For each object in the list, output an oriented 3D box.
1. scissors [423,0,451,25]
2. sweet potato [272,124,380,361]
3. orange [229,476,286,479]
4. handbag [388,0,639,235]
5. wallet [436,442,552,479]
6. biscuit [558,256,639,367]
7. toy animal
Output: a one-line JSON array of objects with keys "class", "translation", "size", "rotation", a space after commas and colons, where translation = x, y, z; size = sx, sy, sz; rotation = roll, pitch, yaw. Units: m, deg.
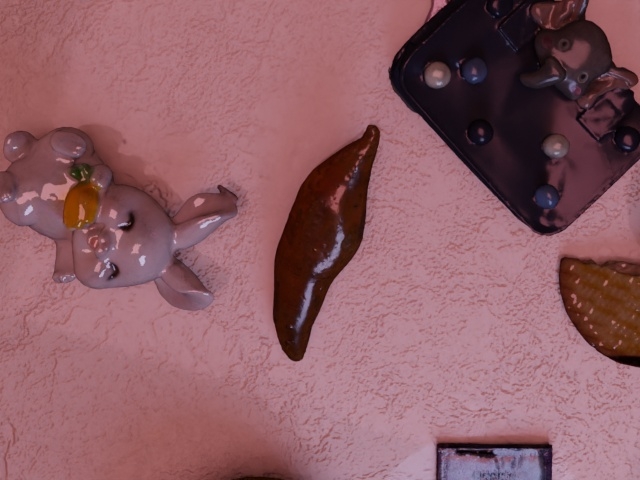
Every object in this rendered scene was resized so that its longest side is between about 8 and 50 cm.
[{"class": "scissors", "translation": [0.160, -0.357, 1.769], "size": [0.110, 0.021, 0.212], "rotation": [-26, 96, 4]}, {"class": "sweet potato", "translation": [0.000, -0.005, 1.776], "size": [0.112, 0.112, 0.359], "rotation": [25, 115, 0]}, {"class": "orange", "translation": [-0.092, 0.455, 1.757], "size": [0.274, 0.274, 0.274], "rotation": [0, 97, 3]}, {"class": "handbag", "translation": [0.285, -0.199, 1.729], "size": [0.269, 0.118, 0.325], "rotation": [-44, 100, 4]}, {"class": "wallet", "translation": [0.246, 0.341, 1.842], "size": [0.165, 0.030, 0.111], "rotation": [0, 101, 5]}, {"class": "biscuit", "translation": [0.431, 0.084, 1.769], "size": [0.228, 0.031, 0.176], "rotation": [46, 105, 17]}, {"class": "toy animal", "translation": [-0.284, -0.031, 1.767], "size": [0.325, 0.154, 0.209], "rotation": [15, 90, -8]}]
